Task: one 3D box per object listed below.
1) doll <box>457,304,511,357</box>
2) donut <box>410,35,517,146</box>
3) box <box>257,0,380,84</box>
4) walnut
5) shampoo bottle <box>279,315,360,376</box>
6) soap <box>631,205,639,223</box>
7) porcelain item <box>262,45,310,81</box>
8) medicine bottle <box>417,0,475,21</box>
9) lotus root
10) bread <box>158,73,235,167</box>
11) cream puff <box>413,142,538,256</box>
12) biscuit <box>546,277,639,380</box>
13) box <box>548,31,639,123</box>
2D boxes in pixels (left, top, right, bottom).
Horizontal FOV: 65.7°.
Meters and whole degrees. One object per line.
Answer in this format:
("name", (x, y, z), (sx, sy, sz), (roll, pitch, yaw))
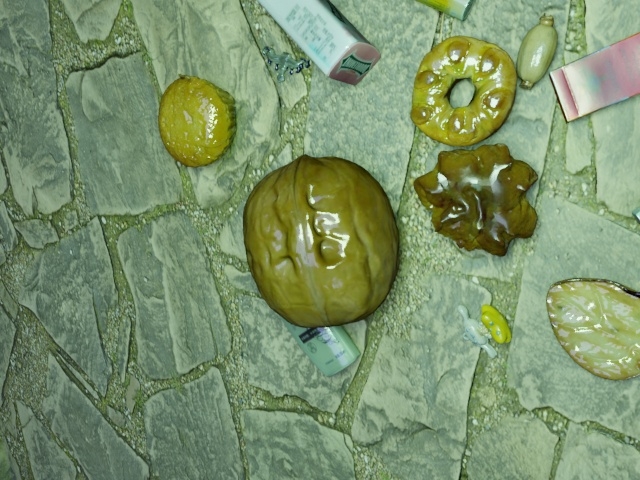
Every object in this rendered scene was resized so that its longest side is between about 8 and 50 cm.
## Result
("doll", (0.373, 0.197, 1.146), (0.135, 0.071, 0.113), (39, 131, 20))
("donut", (0.302, -0.310, 1.053), (0.226, 0.113, 0.227), (4, 100, 23))
("box", (-0.036, -0.526, 1.128), (0.112, 0.190, 0.370), (-43, 82, 24))
("walnut", (0.000, 0.000, 1.132), (0.353, 0.308, 0.398), (-16, 90, 3))
("shampoo bottle", (-0.048, 0.189, 1.319), (0.134, 0.078, 0.360), (-40, 82, 28))
("soap", (0.713, 0.052, 0.878), (0.115, 0.208, 0.347), (-39, 83, 25))
("porcelain item", (-0.094, -0.440, 1.259), (0.136, 0.021, 0.075), (24, 108, 19))
("medicine bottle", (0.226, -0.548, 1.071), (0.218, 0.074, 0.074), (32, 110, 14))
("lotus root", (0.438, -0.384, 1.003), (0.062, 0.073, 0.151), (7, 105, -21))
("bread", (-0.326, -0.313, 1.321), (0.239, 0.139, 0.240), (4, 101, 24))
("cream puff", (0.331, -0.093, 1.063), (0.268, 0.155, 0.241), (11, 109, 15))
("biscuit", (0.599, 0.178, 1.048), (0.260, 0.041, 0.203), (38, 115, 14))
("box", (0.556, -0.317, 0.973), (0.175, 0.048, 0.112), (-19, 92, 25))
